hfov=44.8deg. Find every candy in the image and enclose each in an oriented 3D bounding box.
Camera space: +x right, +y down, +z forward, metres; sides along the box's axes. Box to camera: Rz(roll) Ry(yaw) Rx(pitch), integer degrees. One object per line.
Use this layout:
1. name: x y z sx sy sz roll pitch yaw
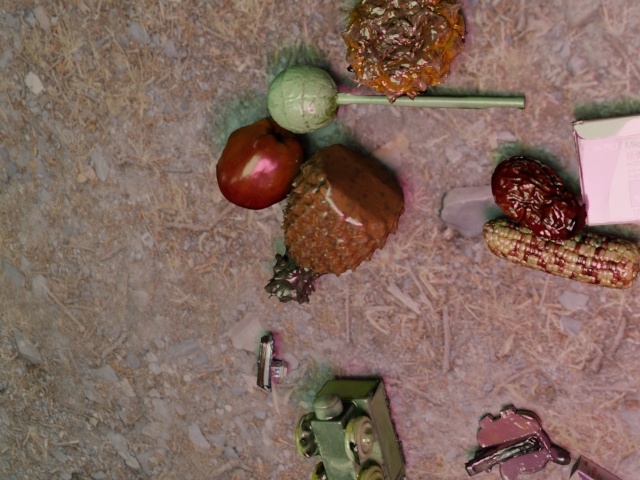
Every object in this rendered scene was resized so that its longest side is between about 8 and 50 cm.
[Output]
1. candy: 0.116 -0.236 1.300 0.439 0.119 0.119 4 113 20

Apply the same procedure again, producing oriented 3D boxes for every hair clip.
1. hair clip: 0.357 0.393 1.471 0.187 0.056 0.146 -36 91 26

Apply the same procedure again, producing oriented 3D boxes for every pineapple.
1. pineapple: 0.124 -0.326 1.221 0.224 0.076 0.225 0 89 17
2. pineapple: 0.000 0.000 1.406 0.202 0.202 0.362 40 132 7

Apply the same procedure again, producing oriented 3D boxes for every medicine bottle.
1. medicine bottle: 0.492 -0.112 1.172 0.201 0.052 0.171 -3 110 28

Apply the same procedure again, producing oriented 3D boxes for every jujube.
1. jujube: 0.341 -0.061 1.232 0.166 0.104 0.104 53 129 30

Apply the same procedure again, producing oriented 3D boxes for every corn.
1. corn: 0.387 0.018 1.264 0.253 0.086 0.086 13 117 23

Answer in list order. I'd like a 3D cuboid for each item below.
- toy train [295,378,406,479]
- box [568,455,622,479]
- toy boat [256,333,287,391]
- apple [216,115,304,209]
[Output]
1. toy train: 0.062 0.411 1.550 0.159 0.188 0.272 -5 111 30
2. box: 0.512 0.444 1.404 0.117 0.050 0.036 30 121 11
3. toy boat: -0.102 0.265 1.656 0.066 0.059 0.140 6 115 -3
4. apple: -0.105 -0.138 1.411 0.158 0.156 0.147 -47 43 49
